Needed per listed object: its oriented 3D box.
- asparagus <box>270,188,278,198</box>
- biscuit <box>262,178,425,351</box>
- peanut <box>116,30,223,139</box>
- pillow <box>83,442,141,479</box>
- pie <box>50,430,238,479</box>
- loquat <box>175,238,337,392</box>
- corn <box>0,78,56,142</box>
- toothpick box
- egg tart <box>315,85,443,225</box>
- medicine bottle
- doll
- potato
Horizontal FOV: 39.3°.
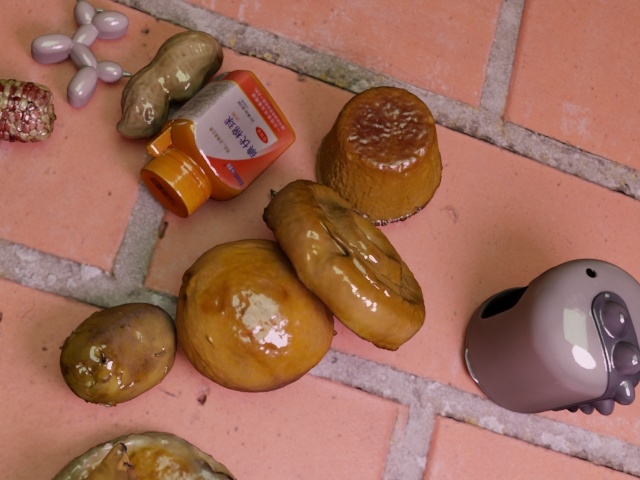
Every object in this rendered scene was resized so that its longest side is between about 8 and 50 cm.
[{"bbox_3d":[0.000,0.000,1.462,0.233,0.022,0.023,43,96,-1],"label":"asparagus"},{"bbox_3d":[0.048,0.026,1.324,0.102,0.296,0.296,-41,87,16],"label":"biscuit"},{"bbox_3d":[-0.246,-0.249,1.434,0.104,0.086,0.228,32,69,24],"label":"peanut"},{"bbox_3d":[-0.284,0.473,1.119,0.312,0.119,0.310,-37,83,-10],"label":"pillow"},{"bbox_3d":[-0.253,0.431,1.237,0.338,0.077,0.339,2,76,-7],"label":"pie"},{"bbox_3d":[-0.096,0.111,1.309,0.238,0.193,0.239,13,66,-31],"label":"loquat"},{"bbox_3d":[-0.545,-0.197,1.339,0.289,0.098,0.098,1,73,-11],"label":"corn"},{"bbox_3d":[0.374,0.156,1.356,0.228,0.316,0.229,4,74,-14],"label":"toothpick box"},{"bbox_3d":[0.097,-0.144,1.452,0.215,0.171,0.215,0,68,0],"label":"egg tart"},{"bbox_3d":[-0.165,-0.144,1.391,0.222,0.112,0.149,-47,117,-22],"label":"medicine bottle"},{"bbox_3d":[-0.373,-0.311,1.436,0.160,0.059,0.161,-36,85,-22],"label":"doll"},{"bbox_3d":[-0.290,0.162,1.284,0.175,0.137,0.137,-15,77,-38],"label":"potato"}]
